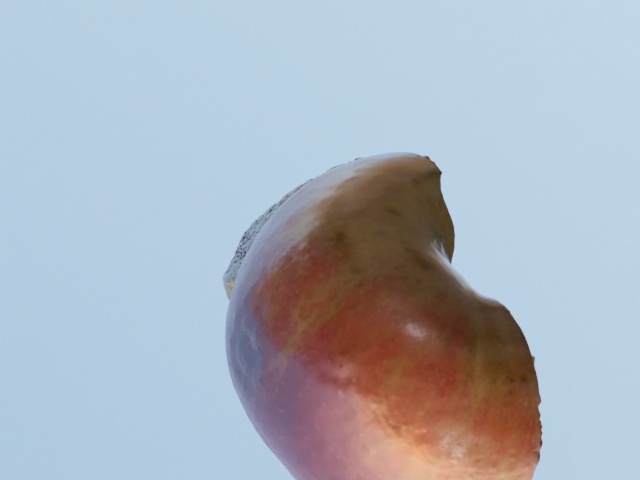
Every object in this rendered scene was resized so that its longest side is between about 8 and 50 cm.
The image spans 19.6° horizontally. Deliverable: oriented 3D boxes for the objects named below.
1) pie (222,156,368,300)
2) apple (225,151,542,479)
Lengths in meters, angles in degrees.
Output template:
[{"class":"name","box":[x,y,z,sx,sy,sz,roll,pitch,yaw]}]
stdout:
[{"class":"pie","box":[0.000,0.000,1.633,0.079,0.193,0.163,56,-171,-13]},{"class":"apple","box":[0.019,0.088,1.365,0.163,0.251,0.293,-7,-126,-25]}]
